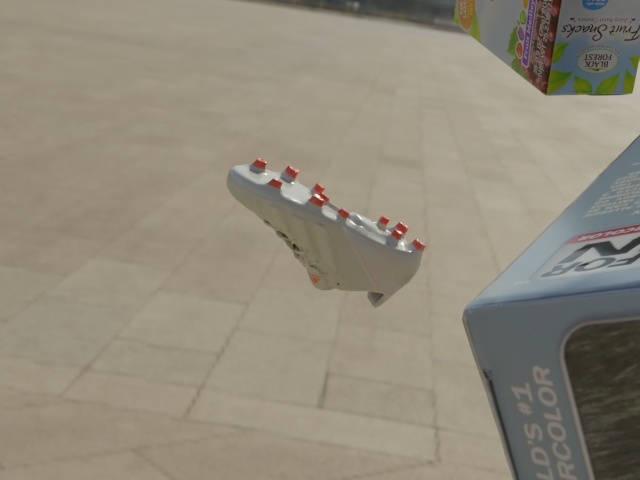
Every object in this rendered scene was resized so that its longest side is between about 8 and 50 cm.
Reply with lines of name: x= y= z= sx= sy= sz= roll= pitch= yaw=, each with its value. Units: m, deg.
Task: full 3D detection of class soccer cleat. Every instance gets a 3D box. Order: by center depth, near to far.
soccer cleat: x=0.000 y=0.000 z=0.984 sx=0.196 sy=0.076 sz=0.068 roll=25 pitch=17 yaw=-35

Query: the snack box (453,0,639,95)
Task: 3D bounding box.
snack box: x=0.157 y=-0.219 z=0.818 sx=0.070 sy=0.207 sz=0.174 roll=-1 pitch=26 yaw=-15

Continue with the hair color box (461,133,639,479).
hair color box: x=0.194 y=0.037 z=0.494 sx=0.113 sy=0.185 sz=0.374 roll=-9 pitch=15 yaw=32
